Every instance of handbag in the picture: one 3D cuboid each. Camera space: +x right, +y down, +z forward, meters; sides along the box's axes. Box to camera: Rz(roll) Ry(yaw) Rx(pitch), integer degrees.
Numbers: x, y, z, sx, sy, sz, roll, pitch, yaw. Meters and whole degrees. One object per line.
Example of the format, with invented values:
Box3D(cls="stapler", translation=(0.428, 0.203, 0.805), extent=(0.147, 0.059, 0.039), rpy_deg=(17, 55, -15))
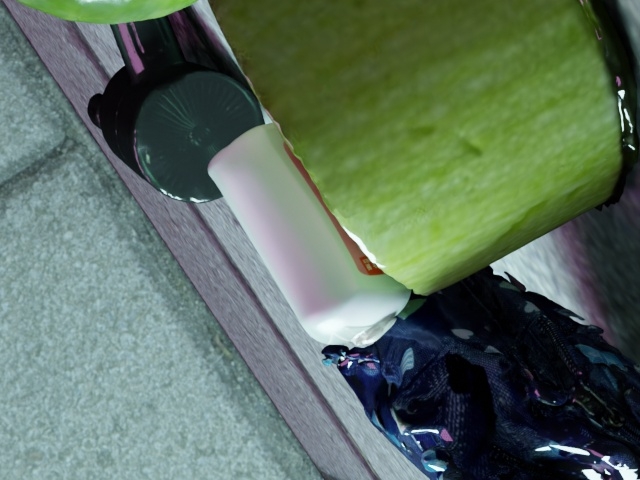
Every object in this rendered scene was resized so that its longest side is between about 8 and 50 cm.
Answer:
Box3D(cls="handbag", translation=(0.124, 0.108, 0.632), extent=(0.260, 0.113, 0.162), rpy_deg=(41, -176, -34))

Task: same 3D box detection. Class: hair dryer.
Box3D(cls="hair dryer", translation=(-0.167, -0.194, 1.160), extent=(0.244, 0.116, 0.302), rpy_deg=(31, 141, 65))

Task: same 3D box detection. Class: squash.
Box3D(cls="squash", translation=(0.027, -0.079, 0.578), extent=(0.220, 0.133, 0.220), rpy_deg=(55, 175, 7))

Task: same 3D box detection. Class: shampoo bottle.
Box3D(cls="shampoo bottle", translation=(0.000, 0.000, 0.560), extent=(0.099, 0.043, 0.072), rpy_deg=(59, -158, 11))

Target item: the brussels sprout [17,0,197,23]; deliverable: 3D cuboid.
Box3D(cls="brussels sprout", translation=(-0.098, -0.187, 0.631), extent=(0.144, 0.181, 0.161), rpy_deg=(91, 155, -60))
